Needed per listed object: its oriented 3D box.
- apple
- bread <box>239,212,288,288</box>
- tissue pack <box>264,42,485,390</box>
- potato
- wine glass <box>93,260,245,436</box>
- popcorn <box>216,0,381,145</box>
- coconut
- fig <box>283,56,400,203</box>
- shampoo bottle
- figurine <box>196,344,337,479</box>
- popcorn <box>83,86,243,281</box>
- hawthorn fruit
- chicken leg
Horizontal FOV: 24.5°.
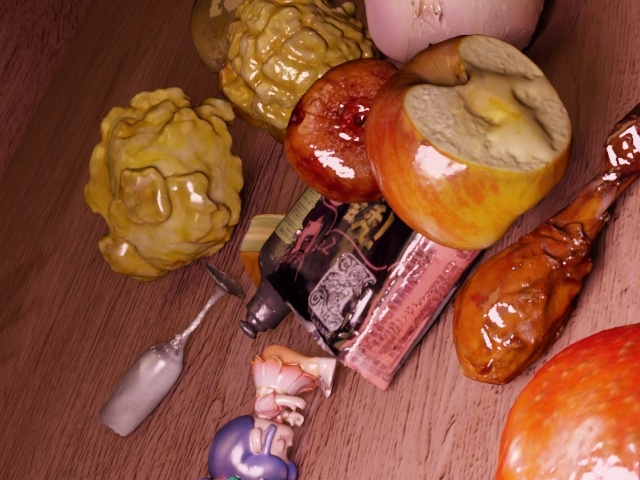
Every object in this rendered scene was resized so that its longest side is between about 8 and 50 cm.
[{"bbox_3d":[0.126,-0.088,1.329,0.160,0.173,0.195,-40,6,49],"label":"apple"},{"bbox_3d":[-0.019,0.016,1.837,0.139,0.084,0.074,-2,48,24],"label":"bread"},{"bbox_3d":[0.100,-0.029,1.533,0.332,0.123,0.245,-55,28,6],"label":"tissue pack"},{"bbox_3d":[-0.097,-0.399,2.373,0.210,0.173,0.307,-32,34,47],"label":"potato"},{"bbox_3d":[-0.202,0.151,1.938,0.262,0.074,0.074,-52,22,9],"label":"wine glass"},{"bbox_3d":[-0.041,-0.230,2.001,0.251,0.206,0.237,-53,33,38],"label":"popcorn"},{"bbox_3d":[0.152,-0.284,1.669,0.224,0.234,0.224,-5,30,3],"label":"coconut"},{"bbox_3d":[0.024,-0.102,1.491,0.146,0.133,0.201,-36,5,-14],"label":"fig"},{"bbox_3d":[0.000,0.000,1.705,0.284,0.101,0.101,-52,22,6],"label":"shampoo bottle"},{"bbox_3d":[-0.059,0.203,1.542,0.111,0.102,0.195,93,-164,-66],"label":"figurine"},{"bbox_3d":[-0.219,-0.086,2.102,0.242,0.235,0.250,-16,54,32],"label":"popcorn"},{"bbox_3d":[0.225,0.135,0.878,0.254,0.254,0.300,-35,28,39],"label":"hawthorn fruit"},{"bbox_3d":[0.215,-0.003,1.315,0.304,0.093,0.113,-53,11,-9],"label":"chicken leg"}]
